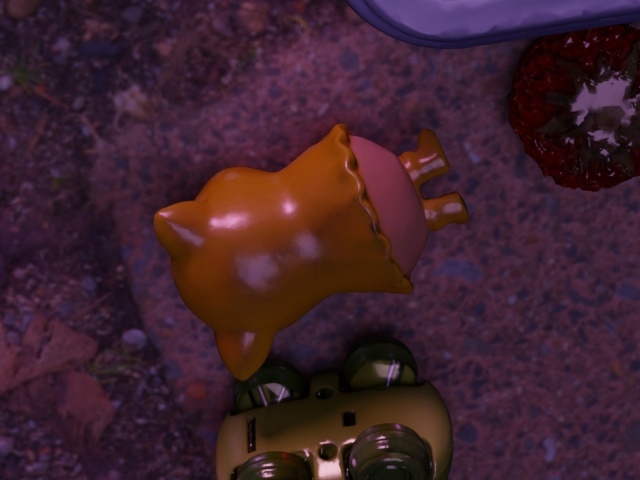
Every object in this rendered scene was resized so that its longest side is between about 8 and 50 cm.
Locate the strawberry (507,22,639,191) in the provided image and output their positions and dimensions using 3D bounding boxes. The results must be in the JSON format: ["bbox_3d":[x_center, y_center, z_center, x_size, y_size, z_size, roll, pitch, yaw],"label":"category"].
[{"bbox_3d":[0.215,-0.102,1.397,0.145,0.086,0.145,-3,109,-8],"label":"strawberry"}]

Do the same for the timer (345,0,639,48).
[{"bbox_3d":[0.163,-0.337,1.255,0.395,0.173,0.394,-2,111,-5],"label":"timer"}]

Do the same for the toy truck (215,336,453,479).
[{"bbox_3d":[0.007,0.195,1.458,0.187,0.148,0.210,2,131,-6],"label":"toy truck"}]

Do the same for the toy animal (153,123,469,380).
[{"bbox_3d":[-0.003,-0.004,1.377,0.230,0.156,0.156,-26,111,-1],"label":"toy animal"}]
